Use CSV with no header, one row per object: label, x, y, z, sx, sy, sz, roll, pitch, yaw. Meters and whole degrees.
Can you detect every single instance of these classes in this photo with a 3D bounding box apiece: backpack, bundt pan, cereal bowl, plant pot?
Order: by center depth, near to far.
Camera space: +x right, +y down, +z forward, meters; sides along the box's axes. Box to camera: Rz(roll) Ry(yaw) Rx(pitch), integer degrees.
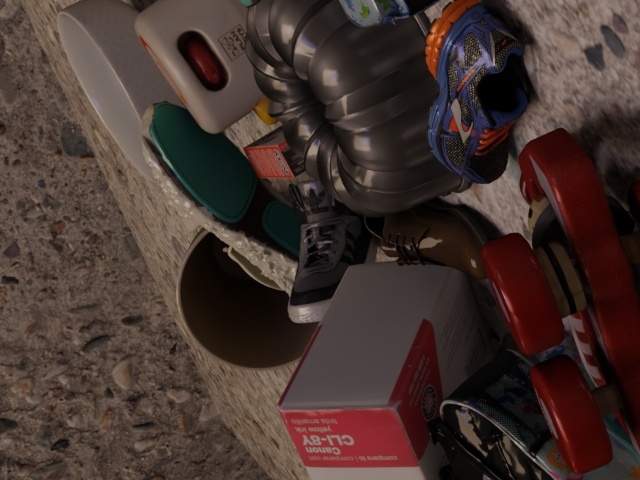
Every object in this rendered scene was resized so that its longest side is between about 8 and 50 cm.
backpack,0.055,-0.256,1.287,0.105,0.084,0.114,63,168,-7
backpack,0.264,0.253,1.411,0.253,0.191,0.225,43,156,41
bundt pan,0.027,-0.163,1.490,0.331,0.124,0.331,52,164,21
plant pot,-0.105,0.042,2.153,0.256,0.256,0.274,63,180,-17
cereal bowl,-0.307,-0.274,2.310,0.339,0.141,0.339,53,165,21

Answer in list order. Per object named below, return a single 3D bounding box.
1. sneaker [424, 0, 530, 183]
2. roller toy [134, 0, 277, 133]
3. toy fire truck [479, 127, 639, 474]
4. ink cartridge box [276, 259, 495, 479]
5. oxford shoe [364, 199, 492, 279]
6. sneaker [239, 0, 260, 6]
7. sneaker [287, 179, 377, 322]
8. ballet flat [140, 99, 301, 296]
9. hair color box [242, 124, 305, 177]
sneaker,0.151,-0.123,1.257,0.087,0.083,0.221,39,160,33
roller toy,-0.140,-0.253,1.801,0.209,0.146,0.191,53,175,32
toy fire truck,0.236,0.038,1.182,0.254,0.169,0.302,-109,-5,-68
ink cartridge box,0.122,0.254,1.655,0.160,0.279,0.384,-7,123,27
oxford shoe,0.126,0.005,1.556,0.227,0.096,0.082,31,147,57
sneaker,-0.014,-0.280,1.337,0.076,0.166,0.065,50,159,-23
sneaker,0.000,0.000,1.778,0.268,0.101,0.153,-60,-44,-64
ballet flat,-0.117,-0.025,1.927,0.409,0.147,0.147,39,170,-14
hair color box,-0.035,-0.127,1.815,0.053,0.093,0.167,62,164,-13
